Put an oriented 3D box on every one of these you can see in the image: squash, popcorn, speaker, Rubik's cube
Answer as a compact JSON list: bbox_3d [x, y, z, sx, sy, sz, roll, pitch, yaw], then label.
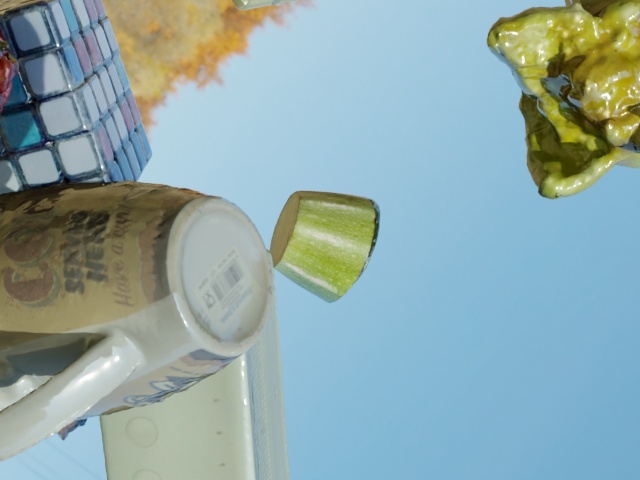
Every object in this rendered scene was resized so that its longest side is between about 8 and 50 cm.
[{"bbox_3d":[0.000,0.000,1.634,0.170,0.122,0.170,-162,-90,-73],"label":"squash"},{"bbox_3d":[0.384,-0.207,1.504,0.290,0.321,0.326,-21,133,-75],"label":"popcorn"},{"bbox_3d":[-0.151,0.198,1.348,0.184,0.406,0.183,1,-164,14],"label":"speaker"},{"bbox_3d":[-0.423,-0.172,1.513,0.286,0.292,0.293,-14,-163,6],"label":"Rubik's cube"}]

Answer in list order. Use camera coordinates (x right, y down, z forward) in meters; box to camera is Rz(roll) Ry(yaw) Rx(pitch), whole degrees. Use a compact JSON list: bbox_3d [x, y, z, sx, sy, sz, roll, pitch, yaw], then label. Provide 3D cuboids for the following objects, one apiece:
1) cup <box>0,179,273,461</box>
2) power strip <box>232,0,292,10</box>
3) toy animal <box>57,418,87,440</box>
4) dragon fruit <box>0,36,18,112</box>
[{"bbox_3d":[-0.198,0.068,0.958,0.257,0.227,0.301,-12,-149,37],"label":"cup"},{"bbox_3d":[-0.082,-0.375,1.598,0.028,0.076,0.169,-39,171,39],"label":"power strip"},{"bbox_3d":[-0.297,0.154,1.297,0.312,0.097,0.158,149,-66,-69],"label":"toy animal"},{"bbox_3d":[-0.414,-0.176,1.198,0.166,0.160,0.172,-17,180,-37],"label":"dragon fruit"}]
